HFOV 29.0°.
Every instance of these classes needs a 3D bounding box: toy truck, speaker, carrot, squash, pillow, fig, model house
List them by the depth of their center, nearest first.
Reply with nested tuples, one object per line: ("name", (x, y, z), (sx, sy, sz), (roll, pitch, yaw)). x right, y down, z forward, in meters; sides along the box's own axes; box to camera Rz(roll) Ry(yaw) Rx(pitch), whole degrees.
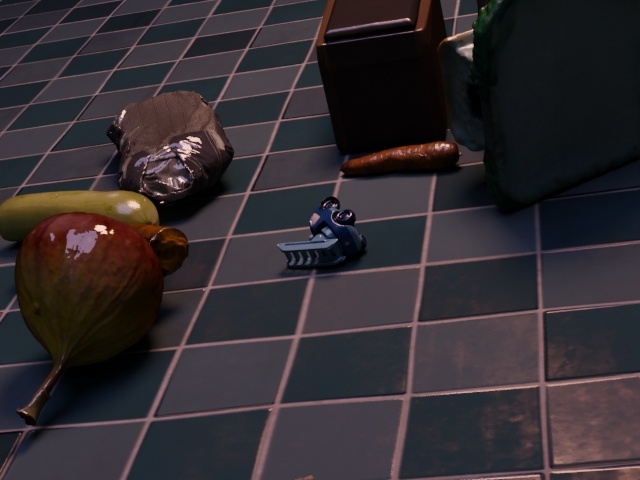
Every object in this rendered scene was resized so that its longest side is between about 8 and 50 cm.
("fig", (-0.257, 0.086, 1.282), (0.143, 0.160, 0.231), (-8, 57, 62))
("toy truck", (0.000, 0.000, 1.404), (0.090, 0.056, 0.073), (-33, 36, -11))
("carrot", (-0.257, 0.013, 1.437), (0.260, 0.070, 0.070), (0, 28, 40))
("model house", (0.228, -0.222, 1.477), (0.230, 0.280, 0.249), (-22, 33, -20))
("squash", (-0.303, -0.026, 1.561), (0.250, 0.083, 0.083), (4, 31, 35))
("carrot", (0.101, -0.104, 1.584), (0.165, 0.036, 0.036), (-5, 27, 21))
("speaker", (0.093, -0.251, 1.712), (0.153, 0.193, 0.231), (-6, 31, 12))
("pillow", (-0.213, -0.133, 1.717), (0.161, 0.093, 0.335), (-21, 27, -5))

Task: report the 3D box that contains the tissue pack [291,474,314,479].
("tissue pack", (-0.023, 0.226, 0.977), (0.063, 0.035, 0.083), (-18, 27, -10))
